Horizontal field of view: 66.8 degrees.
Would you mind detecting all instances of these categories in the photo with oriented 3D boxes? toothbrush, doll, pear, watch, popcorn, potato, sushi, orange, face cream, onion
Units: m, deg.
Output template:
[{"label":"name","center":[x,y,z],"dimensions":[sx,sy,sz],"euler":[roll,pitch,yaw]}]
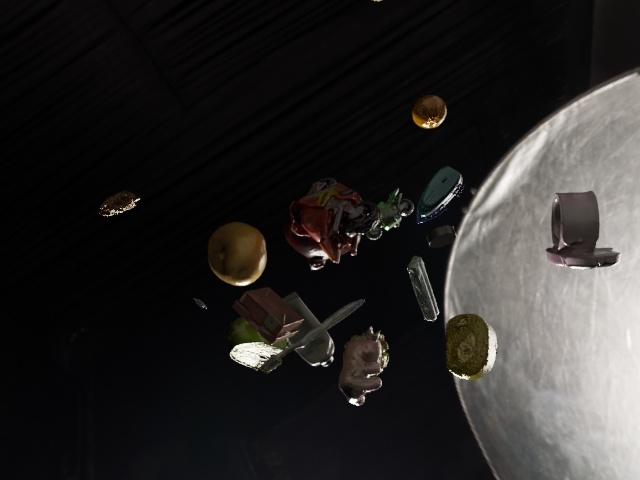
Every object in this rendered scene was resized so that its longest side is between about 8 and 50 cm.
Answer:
[{"label":"toothbrush","center":[-0.019,0.308,1.603],"dimensions":[0.042,0.413,0.035],"euler":[33,152,56]},{"label":"doll","center":[0.099,0.315,1.231],"dimensions":[0.095,0.192,0.149],"euler":[19,142,-7]},{"label":"pear","center":[-0.303,0.426,2.087],"dimensions":[0.255,0.238,0.164],"euler":[26,-139,-35]},{"label":"watch","center":[0.805,-0.036,1.488],"dimensions":[0.244,0.196,0.231],"euler":[-24,-66,-72]},{"label":"popcorn","center":[0.138,0.346,1.473],"dimensions":[0.135,0.162,0.141],"euler":[38,173,14]},{"label":"potato","center":[-0.210,0.029,1.254],"dimensions":[0.234,0.146,0.150],"euler":[20,130,55]},{"label":"sushi","center":[-0.561,-0.101,1.357],"dimensions":[0.061,0.118,0.060],"euler":[52,-170,-48]},{"label":"orange","center":[0.503,-0.588,2.233],"dimensions":[0.159,0.159,0.136],"euler":[60,-162,-53]},{"label":"face cream","center":[-0.086,0.461,2.414],"dimensions":[0.420,0.234,0.137],"euler":[51,-151,-14]},{"label":"onion","center":[0.000,0.000,2.176],"dimensions":[0.347,0.347,0.286],"euler":[-148,65,-83]}]

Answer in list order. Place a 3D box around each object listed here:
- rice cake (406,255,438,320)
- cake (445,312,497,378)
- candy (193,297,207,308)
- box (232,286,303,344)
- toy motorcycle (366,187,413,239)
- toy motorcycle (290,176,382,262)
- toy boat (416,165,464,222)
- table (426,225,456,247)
[{"label":"rice cake","center":[0.345,0.165,1.627],"dimensions":[0.085,0.040,0.226],"euler":[-48,-59,-55]},{"label":"cake","center":[0.621,0.437,2.001],"dimensions":[0.156,0.179,0.261],"euler":[30,-122,-48]},{"label":"candy","center":[-0.527,0.276,2.132],"dimensions":[0.083,0.020,0.030],"euler":[32,170,25]},{"label":"box","center":[-0.192,0.278,1.846],"dimensions":[0.215,0.086,0.215],"euler":[41,-168,17]},{"label":"toy motorcycle","center":[0.212,-0.087,1.595],"dimensions":[0.106,0.190,0.074],"euler":[50,171,17]},{"label":"toy motorcycle","center":[0.021,-0.056,1.101],"dimensions":[0.089,0.171,0.298],"euler":[56,173,-32]},{"label":"toy boat","center":[0.328,-0.113,1.355],"dimensions":[0.091,0.175,0.110],"euler":[39,180,29]},{"label":"table","center":[0.565,-0.018,2.268],"dimensions":[0.133,0.133,0.043],"euler":[61,-168,-62]}]
